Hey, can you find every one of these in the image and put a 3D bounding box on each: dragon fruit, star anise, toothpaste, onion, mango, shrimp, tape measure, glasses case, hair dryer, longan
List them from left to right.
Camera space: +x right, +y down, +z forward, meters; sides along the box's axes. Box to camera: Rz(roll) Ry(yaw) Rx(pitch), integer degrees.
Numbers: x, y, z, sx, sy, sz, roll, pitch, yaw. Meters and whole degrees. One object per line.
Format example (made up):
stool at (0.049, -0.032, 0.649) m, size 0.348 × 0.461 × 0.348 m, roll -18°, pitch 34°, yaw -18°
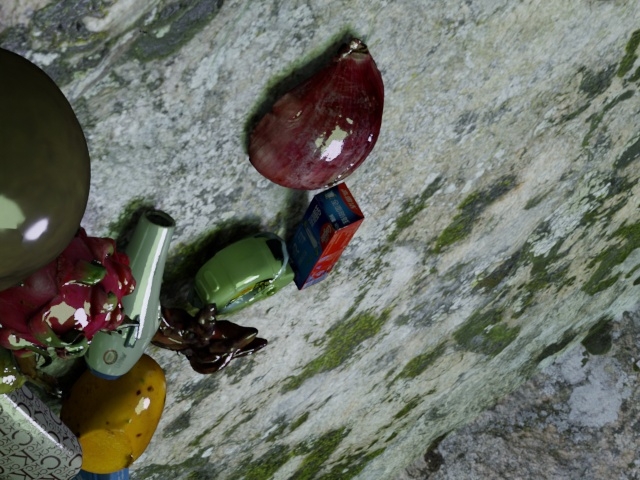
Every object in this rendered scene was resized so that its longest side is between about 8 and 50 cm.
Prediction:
longan at (-0.411, -0.075, 1.193) m, size 0.318 × 0.319 × 0.319 m, roll -27°, pitch 150°, yaw -17°
glasses case at (-0.525, 0.297, 1.732) m, size 0.137 × 0.085 × 0.355 m, roll -27°, pitch 129°, yaw 8°
dragon fruit at (-0.409, 0.059, 1.517) m, size 0.198 × 0.272 × 0.218 m, roll -76°, pitch -168°, yaw -69°
shrimp at (-0.370, 0.165, 1.598) m, size 0.195 × 0.148 × 0.035 m, roll 5°, pitch 147°, yaw -19°
hair dryer at (-0.350, 0.063, 1.668) m, size 0.298 × 0.119 × 0.296 m, roll 32°, pitch 102°, yaw -40°
mango at (-0.360, 0.292, 1.883) m, size 0.159 × 0.191 × 0.290 m, roll 26°, pitch 139°, yaw -19°
star anise at (-0.220, 0.186, 1.866) m, size 0.271 × 0.103 × 0.272 m, roll 5°, pitch 157°, yaw 2°
tape measure at (-0.141, 0.057, 1.875) m, size 0.199 × 0.106 × 0.175 m, roll -23°, pitch 164°, yaw -17°
toothpaste at (-0.001, -0.001, 1.875) m, size 0.066 × 0.076 × 0.320 m, roll -24°, pitch 167°, yaw -20°
onion at (0.019, -0.185, 1.674) m, size 0.227 × 0.120 × 0.284 m, roll -15°, pitch 145°, yaw -42°

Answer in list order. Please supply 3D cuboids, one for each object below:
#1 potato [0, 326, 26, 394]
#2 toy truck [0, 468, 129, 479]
potato at (-0.530, 0.161, 1.558) m, size 0.225 × 0.117 × 0.090 m, roll 27°, pitch 125°, yaw -34°
toy truck at (-0.538, 0.491, 2.017) m, size 0.367 × 0.175 × 0.146 m, roll -32°, pitch 153°, yaw -5°
